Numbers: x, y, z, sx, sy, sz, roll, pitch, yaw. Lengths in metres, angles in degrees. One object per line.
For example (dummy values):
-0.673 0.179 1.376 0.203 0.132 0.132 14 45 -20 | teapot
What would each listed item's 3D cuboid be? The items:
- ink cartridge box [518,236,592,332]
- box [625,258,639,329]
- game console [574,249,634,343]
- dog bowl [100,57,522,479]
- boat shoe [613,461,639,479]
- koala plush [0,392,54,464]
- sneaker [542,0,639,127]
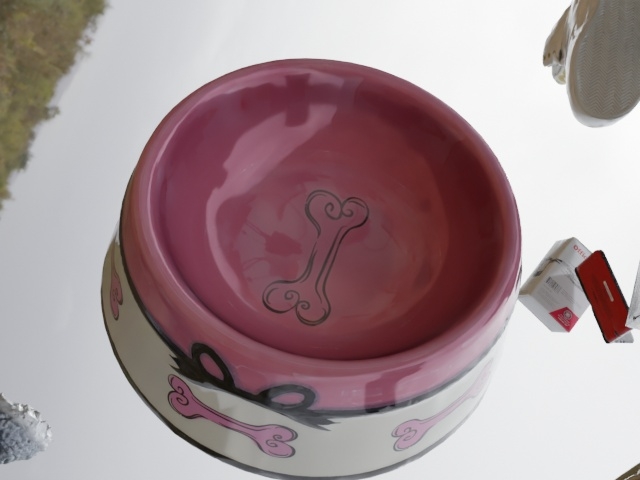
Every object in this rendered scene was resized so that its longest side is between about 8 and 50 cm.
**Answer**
0.461 0.084 1.424 0.150 0.109 0.063 -48 -174 -15 | ink cartridge box
0.384 -0.046 0.758 0.216 0.060 0.270 53 53 -72 | box
0.501 0.095 1.270 0.124 0.085 0.144 110 -33 -61 | game console
0.000 0.000 0.697 0.150 0.408 0.408 105 -5 -56 | dog bowl
0.176 0.244 0.503 0.094 0.109 0.302 -53 173 -42 | boat shoe
-0.321 0.127 0.566 0.196 0.221 0.203 -29 -143 -30 | koala plush
0.372 -0.242 1.029 0.169 0.108 0.292 106 2 -64 | sneaker
